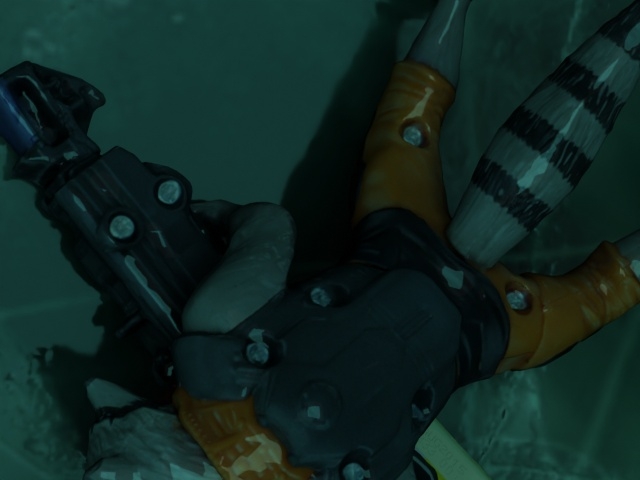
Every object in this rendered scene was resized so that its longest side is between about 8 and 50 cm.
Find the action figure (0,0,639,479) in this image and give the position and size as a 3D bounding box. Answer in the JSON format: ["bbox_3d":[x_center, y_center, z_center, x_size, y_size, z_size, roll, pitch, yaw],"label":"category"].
[{"bbox_3d":[0.000,0.000,0.781,0.341,0.178,0.330,44,70,-3],"label":"action figure"}]

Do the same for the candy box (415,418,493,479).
[{"bbox_3d":[-0.011,0.166,0.863,0.206,0.027,0.105,-43,97,-10],"label":"candy box"}]
